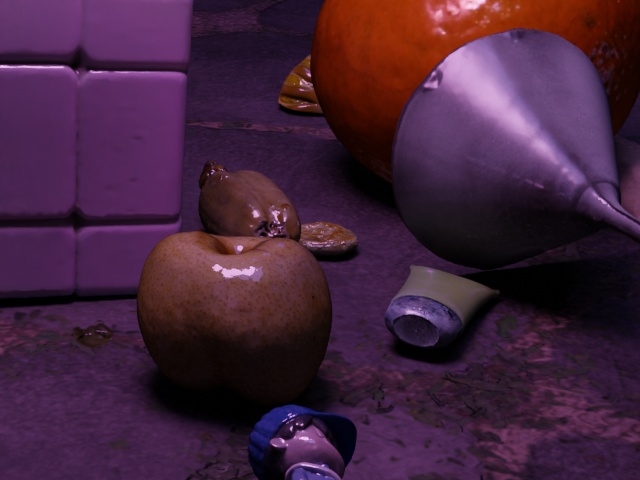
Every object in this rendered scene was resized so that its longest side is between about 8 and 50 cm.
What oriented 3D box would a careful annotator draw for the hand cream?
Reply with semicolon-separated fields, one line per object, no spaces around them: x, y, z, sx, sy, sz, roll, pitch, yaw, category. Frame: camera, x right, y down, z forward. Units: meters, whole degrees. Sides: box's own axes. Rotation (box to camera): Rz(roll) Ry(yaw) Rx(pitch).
0.112;0.061;1.337;0.095;0.046;0.175;15;16;13;hand cream

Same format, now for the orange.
0.197;-0.229;1.670;0.424;0.326;0.424;-28;24;14;orange

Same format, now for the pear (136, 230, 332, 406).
-0.073;0.063;1.177;0.167;0.136;0.167;2;18;-1;pear

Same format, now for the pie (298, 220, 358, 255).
0.001;0.000;1.505;0.084;0.021;0.084;0;19;0;pie

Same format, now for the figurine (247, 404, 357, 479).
-0.010;0.177;1.006;0.079;0.077;0.136;-27;34;14;figurine

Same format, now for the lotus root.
-0.082;-0.030;1.486;0.090;0.077;0.183;0;23;-29;lotus root

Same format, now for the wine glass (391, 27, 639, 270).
0.269;-0.019;1.276;0.267;0.267;0.406;-6;25;-24;wine glass

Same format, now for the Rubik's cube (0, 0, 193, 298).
-0.315;-0.141;1.403;0.316;0.318;0.322;-3;23;-18;Rubik's cube

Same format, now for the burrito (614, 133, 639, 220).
0.371;-0.082;1.710;0.117;0.076;0.392;3;23;-18;burrito

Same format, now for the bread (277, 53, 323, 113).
0.020;-0.233;2.014;0.157;0.094;0.083;-1;16;-35;bread
